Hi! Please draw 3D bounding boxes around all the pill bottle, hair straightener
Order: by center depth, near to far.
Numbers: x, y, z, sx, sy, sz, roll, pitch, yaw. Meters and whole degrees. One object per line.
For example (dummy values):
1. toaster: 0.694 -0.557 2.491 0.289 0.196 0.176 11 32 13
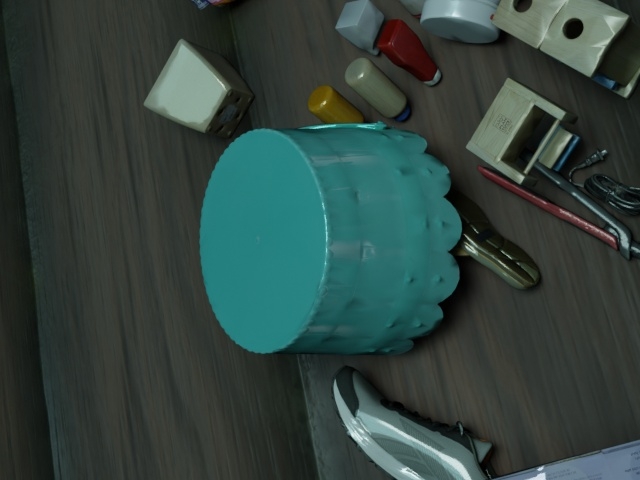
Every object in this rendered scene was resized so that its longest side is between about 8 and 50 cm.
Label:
1. hair straightener: 0.280 -0.056 0.843 0.230 0.047 0.089 37 104 31
2. pill bottle: 0.180 -0.343 0.904 0.121 0.121 0.216 12 90 34

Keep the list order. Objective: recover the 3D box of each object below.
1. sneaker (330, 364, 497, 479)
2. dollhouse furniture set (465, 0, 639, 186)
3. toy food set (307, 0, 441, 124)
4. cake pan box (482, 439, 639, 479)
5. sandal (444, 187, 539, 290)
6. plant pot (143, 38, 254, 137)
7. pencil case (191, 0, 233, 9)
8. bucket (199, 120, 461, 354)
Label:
1. sneaker: 0.121 0.231 0.888 0.271 0.100 0.108 42 97 24
2. dollhouse furniture set: 0.236 -0.165 0.842 0.129 0.129 0.183 41 112 31
3. toy food set: 0.087 -0.234 0.986 0.111 0.104 0.232 6 68 47
4. cake pan box: 0.264 0.325 0.740 0.267 0.070 0.245 -19 71 9
5. sandal: 0.168 0.000 0.905 0.180 0.072 0.049 46 130 25
6. plant pot: -0.161 -0.203 1.125 0.096 0.109 0.109 38 104 18
7. pencil case: -0.080 -0.444 1.091 0.284 0.124 0.124 -32 67 25
8. bucket: 0.000 0.000 0.895 0.281 0.183 0.281 -1 88 51
